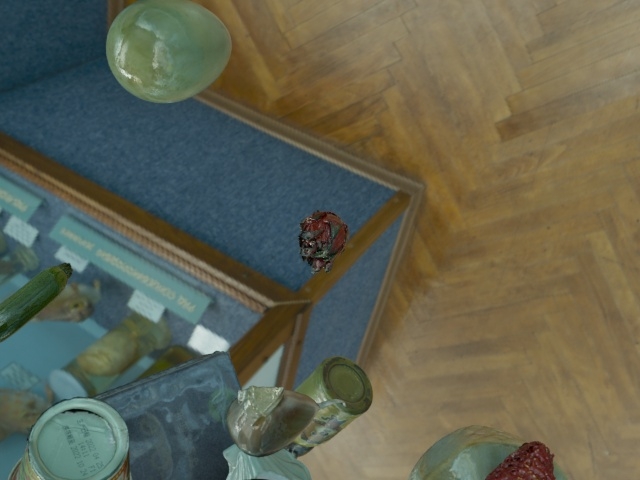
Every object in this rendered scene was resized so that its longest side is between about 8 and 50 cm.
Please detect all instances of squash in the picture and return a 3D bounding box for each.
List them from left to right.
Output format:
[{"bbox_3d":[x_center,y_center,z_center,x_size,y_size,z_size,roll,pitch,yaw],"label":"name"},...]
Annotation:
[{"bbox_3d":[-0.600,0.132,1.465,0.069,0.258,0.069,32,148,22],"label":"squash"}]

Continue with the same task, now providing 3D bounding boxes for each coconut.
[{"bbox_3d":[0.360,0.605,1.593,0.344,0.415,0.415,49,133,1],"label":"coconut"}]

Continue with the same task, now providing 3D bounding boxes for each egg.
[{"bbox_3d":[-0.314,-0.410,1.552,0.218,0.295,0.218,19,122,34],"label":"egg"}]

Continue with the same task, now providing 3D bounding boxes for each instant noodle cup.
[{"bbox_3d":[-0.353,0.326,1.037,0.193,0.193,0.212,37,140,8],"label":"instant noodle cup"}]

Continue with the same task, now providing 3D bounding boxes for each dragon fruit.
[{"bbox_3d":[0.002,-0.005,1.687,0.130,0.142,0.121,12,145,-15],"label":"dragon fruit"}]

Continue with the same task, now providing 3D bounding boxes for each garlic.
[{"bbox_3d":[-0.071,0.318,1.300,0.148,0.266,0.128,-3,81,27],"label":"garlic"}]

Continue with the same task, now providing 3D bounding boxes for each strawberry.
[{"bbox_3d":[0.399,0.462,1.418,0.121,0.188,0.082,34,147,11],"label":"strawberry"}]

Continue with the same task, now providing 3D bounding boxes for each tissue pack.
[{"bbox_3d":[-0.347,0.438,1.588,0.124,0.394,0.288,-19,89,64],"label":"tissue pack"}]

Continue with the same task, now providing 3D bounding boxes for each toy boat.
[{"bbox_3d":[-0.095,0.535,1.480,0.290,0.199,0.100,66,162,-11],"label":"toy boat"}]

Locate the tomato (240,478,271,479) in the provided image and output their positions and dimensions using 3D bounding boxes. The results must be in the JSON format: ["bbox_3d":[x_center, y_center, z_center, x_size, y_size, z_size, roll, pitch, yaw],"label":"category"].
[{"bbox_3d":[-0.110,0.479,1.159,0.199,0.228,0.112,-3,142,0],"label":"tomato"}]

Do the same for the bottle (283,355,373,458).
[{"bbox_3d":[-0.015,0.475,1.983,0.171,0.171,0.351,42,128,4],"label":"bottle"}]
